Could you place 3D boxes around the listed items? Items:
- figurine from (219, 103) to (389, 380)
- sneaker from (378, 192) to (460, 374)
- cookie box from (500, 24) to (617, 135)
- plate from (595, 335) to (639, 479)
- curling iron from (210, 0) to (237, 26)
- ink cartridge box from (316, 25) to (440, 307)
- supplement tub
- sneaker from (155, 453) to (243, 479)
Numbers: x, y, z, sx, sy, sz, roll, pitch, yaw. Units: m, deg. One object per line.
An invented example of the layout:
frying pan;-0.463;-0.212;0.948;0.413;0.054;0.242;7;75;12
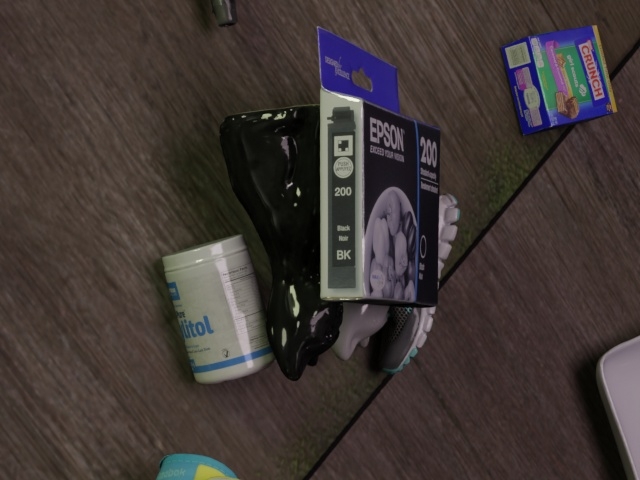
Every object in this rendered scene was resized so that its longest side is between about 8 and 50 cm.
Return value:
figurine;0.000;0.000;1.558;0.215;0.092;0.209;-7;91;-70
sneaker;0.065;0.032;1.667;0.076;0.065;0.166;16;78;-11
cookie box;0.233;-0.157;1.863;0.107;0.040;0.092;-15;91;-44
plate;0.384;0.208;1.925;0.277;0.045;0.278;-21;96;-42
curling iron;-0.115;-0.308;1.581;0.068;0.035;0.274;-17;92;-39
ink cartridge box;0.048;-0.053;1.514;0.206;0.045;0.208;9;79;-70
supplement tub;-0.079;0.055;1.516;0.071;0.071;0.107;-19;93;-43
sneaker;-0.128;0.271;1.391;0.319;0.127;0.208;-13;92;-54
